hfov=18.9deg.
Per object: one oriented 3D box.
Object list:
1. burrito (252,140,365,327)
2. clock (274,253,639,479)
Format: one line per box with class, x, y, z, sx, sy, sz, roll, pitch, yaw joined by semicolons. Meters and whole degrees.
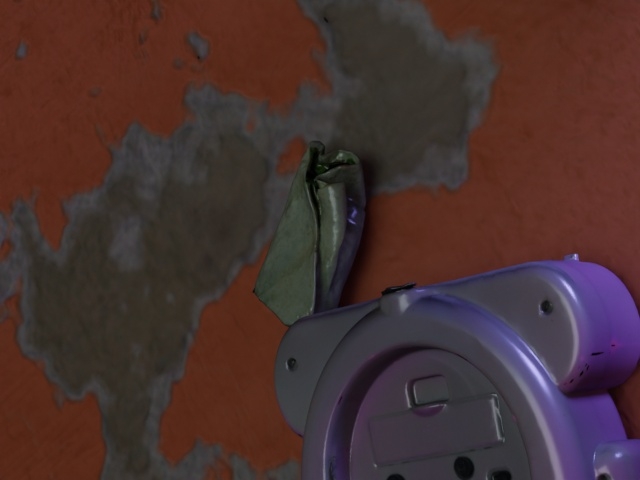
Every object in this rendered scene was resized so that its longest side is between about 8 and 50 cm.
burrito;-0.002;-0.001;1.204;0.074;0.044;0.118;38;110;52
clock;0.084;0.145;1.101;0.227;0.090;0.248;-15;80;37
